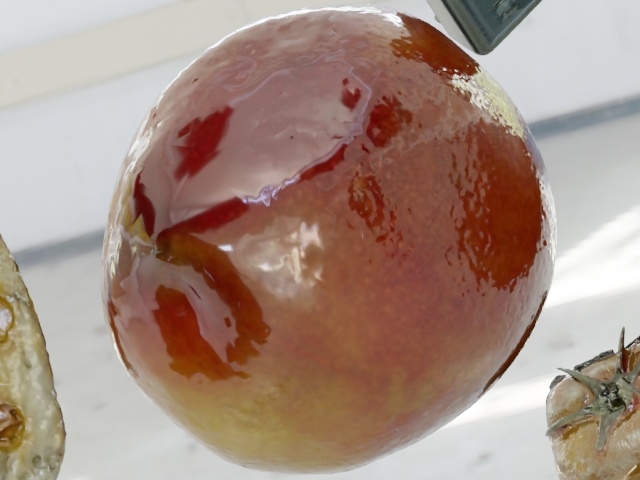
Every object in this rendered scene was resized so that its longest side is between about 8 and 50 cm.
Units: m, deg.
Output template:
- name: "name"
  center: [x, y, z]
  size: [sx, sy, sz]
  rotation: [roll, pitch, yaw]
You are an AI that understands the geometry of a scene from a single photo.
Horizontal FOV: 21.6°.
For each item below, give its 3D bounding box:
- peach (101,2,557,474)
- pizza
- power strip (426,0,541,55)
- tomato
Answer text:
- name: "peach"
  center: [0.000, 0.000, 1.095]
  size: [0.308, 0.307, 0.332]
  rotation: [-9, 2, 32]
- name: "pizza"
  center: [-0.189, 0.025, 0.851]
  size: [0.056, 0.271, 0.134]
  rotation: [-11, -33, -23]
- name: "power strip"
  center: [0.144, -0.247, 1.141]
  size: [0.215, 0.145, 0.061]
  rotation: [-46, 51, -4]
- name: "tomato"
  center: [0.311, 0.195, 1.553]
  size: [0.214, 0.181, 0.155]
  rotation: [-37, 23, 32]
